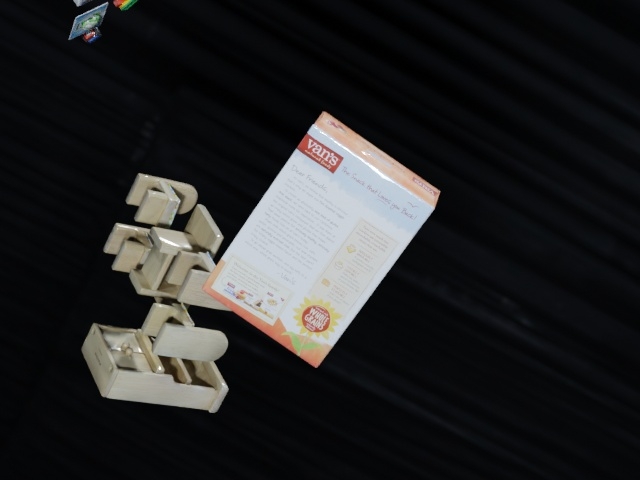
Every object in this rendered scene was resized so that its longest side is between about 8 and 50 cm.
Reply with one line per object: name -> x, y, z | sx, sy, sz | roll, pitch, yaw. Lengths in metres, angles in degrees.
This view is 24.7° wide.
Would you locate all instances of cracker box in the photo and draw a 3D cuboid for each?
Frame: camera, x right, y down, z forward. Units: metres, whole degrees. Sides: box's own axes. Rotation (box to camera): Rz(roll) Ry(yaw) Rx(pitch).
cracker box -> 0.000, 0.000, 1.576 | 0.232, 0.155, 0.067 | -54, 2, 22

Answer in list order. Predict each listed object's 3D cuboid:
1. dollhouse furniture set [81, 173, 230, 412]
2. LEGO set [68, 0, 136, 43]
dollhouse furniture set -> -0.166, 0.079, 1.805 | 0.242, 0.161, 0.212 | -62, 37, 23
LEGO set -> -0.252, -0.336, 1.890 | 0.182, 0.060, 0.244 | -30, -5, -22
